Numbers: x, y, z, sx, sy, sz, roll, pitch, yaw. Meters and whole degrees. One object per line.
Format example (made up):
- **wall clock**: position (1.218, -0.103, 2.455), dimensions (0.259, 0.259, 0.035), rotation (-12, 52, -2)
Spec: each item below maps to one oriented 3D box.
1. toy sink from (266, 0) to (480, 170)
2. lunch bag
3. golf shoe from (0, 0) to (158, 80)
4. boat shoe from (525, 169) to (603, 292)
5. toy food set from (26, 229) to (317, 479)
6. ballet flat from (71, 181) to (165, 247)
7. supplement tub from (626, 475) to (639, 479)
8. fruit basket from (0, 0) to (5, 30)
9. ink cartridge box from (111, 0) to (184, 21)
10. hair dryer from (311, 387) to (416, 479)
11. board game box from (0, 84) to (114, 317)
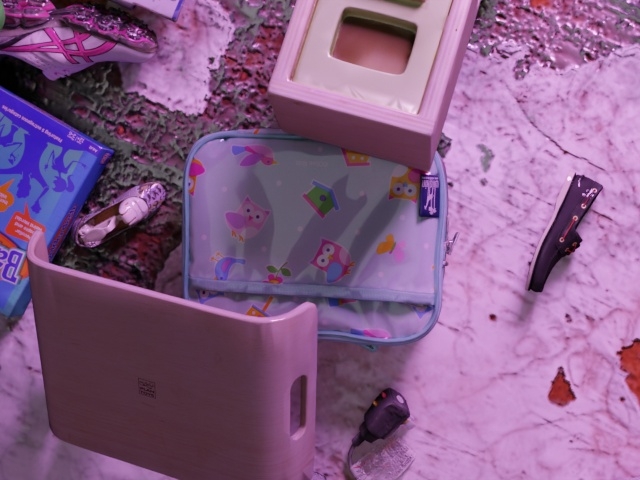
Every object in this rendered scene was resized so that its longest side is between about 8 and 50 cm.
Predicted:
- **toy sink**: position (0.062, -0.205, 0.959), dimensions (0.153, 0.131, 0.234), rotation (17, 80, 8)
- **lunch bag**: position (0.000, 0.000, 1.062), dimensions (0.279, 0.108, 0.224), rotation (3, 91, 6)
- **golf shoe**: position (-0.266, -0.212, 1.116), dimensions (0.186, 0.067, 0.086), rotation (11, 123, 1)
- **boat shoe**: position (0.248, -0.005, 1.067), dimensions (0.042, 0.049, 0.133), rotation (25, 88, 13)
- **toy food set**: position (-0.150, 0.120, 1.034), dimensions (0.306, 0.092, 0.219), rotation (13, 122, 18)
- **ballet flat**: position (-0.217, -0.023, 1.116), dimensions (0.114, 0.041, 0.041), rotation (-28, 88, 6)
- **supplement tub**: position (0.355, 0.377, 0.989), dimensions (0.191, 0.191, 0.272), rotation (-45, 87, 4)
- **fruit basket**: position (-0.474, -0.302, 0.972), dimensions (0.283, 0.392, 0.392), rotation (-33, 87, -2)
- **ink cartridge box**: position (-0.205, -0.368, 1.107), dimensions (0.224, 0.045, 0.223), rotation (25, 90, 6)
- **hair dryer**: position (0.039, 0.320, 1.076), dimensions (0.293, 0.080, 0.223), rotation (-41, 87, 5)
- **board game box**: position (-0.346, -0.046, 1.125), dimensions (0.160, 0.047, 0.210), rotation (29, 94, 4)
